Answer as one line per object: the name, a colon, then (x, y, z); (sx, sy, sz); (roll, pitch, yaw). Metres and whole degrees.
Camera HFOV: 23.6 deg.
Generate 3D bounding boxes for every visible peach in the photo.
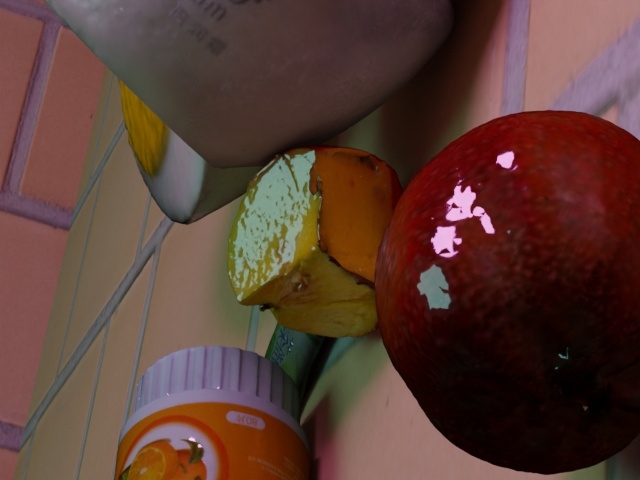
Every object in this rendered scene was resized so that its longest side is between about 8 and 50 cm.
peach: (-0.001, -0.002, 1.179); (0.151, 0.151, 0.118); (-58, 1, 44)

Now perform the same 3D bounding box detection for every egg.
egg: (-0.083, -0.195, 1.520); (0.337, 0.201, 0.337); (169, 90, -71)

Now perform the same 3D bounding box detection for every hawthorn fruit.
hawthorn fruit: (0.104, 0.016, 0.757); (0.188, 0.169, 0.169); (-97, 28, -53)

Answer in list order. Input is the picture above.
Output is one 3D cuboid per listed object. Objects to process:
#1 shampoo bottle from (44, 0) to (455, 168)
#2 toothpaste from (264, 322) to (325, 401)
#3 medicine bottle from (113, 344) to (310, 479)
shampoo bottle: (-0.049, -0.231, 1.198); (0.317, 0.322, 0.322); (-48, 22, 12)
toothpaste: (-0.005, 0.056, 1.294); (0.248, 0.047, 0.078); (-67, 33, 29)
medicine bottle: (-0.086, 0.240, 1.170); (0.318, 0.158, 0.158); (-91, 23, -46)
